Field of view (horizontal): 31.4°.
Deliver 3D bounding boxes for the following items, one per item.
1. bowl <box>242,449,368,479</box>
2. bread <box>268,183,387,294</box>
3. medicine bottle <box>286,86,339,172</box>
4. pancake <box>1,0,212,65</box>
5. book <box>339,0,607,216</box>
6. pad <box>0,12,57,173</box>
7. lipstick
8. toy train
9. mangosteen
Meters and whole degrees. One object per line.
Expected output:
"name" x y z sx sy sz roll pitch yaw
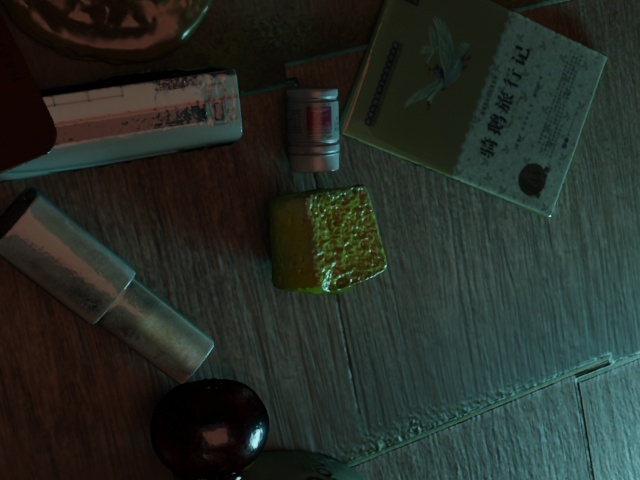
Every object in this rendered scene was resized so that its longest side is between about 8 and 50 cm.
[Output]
"bowl" -0.026 0.430 1.281 0.354 0.185 0.354 -4 100 -22
"bread" 0.000 0.000 1.263 0.129 0.111 0.114 -13 100 -39
"medicine bottle" -0.008 -0.123 1.267 0.058 0.058 0.091 -6 101 -22
"pancake" -0.217 -0.290 1.156 0.242 0.050 0.242 -3 99 -22
"book" 0.188 -0.176 1.363 0.310 0.021 0.217 19 91 -25
"pad" -0.376 -0.171 1.067 0.181 0.004 0.267 -25 82 -23
"lipstick" -0.226 0.053 1.192 0.253 0.079 0.077 43 82 -22
"toy train" -0.283 -0.108 1.141 0.407 0.086 0.088 -11 106 -21
"mangosteen" -0.119 0.219 1.242 0.140 0.140 0.140 -4 100 -22
